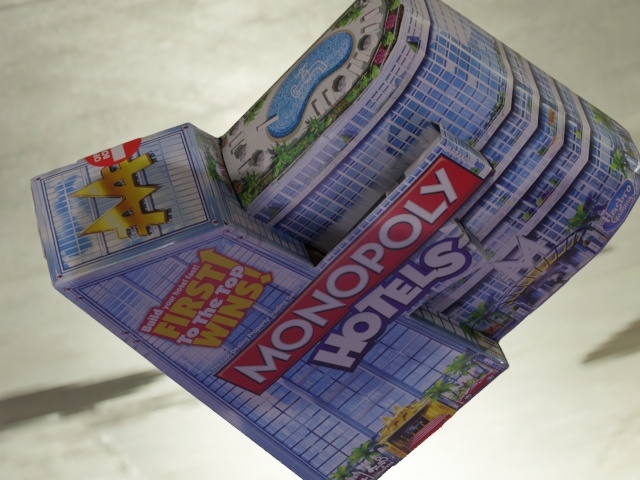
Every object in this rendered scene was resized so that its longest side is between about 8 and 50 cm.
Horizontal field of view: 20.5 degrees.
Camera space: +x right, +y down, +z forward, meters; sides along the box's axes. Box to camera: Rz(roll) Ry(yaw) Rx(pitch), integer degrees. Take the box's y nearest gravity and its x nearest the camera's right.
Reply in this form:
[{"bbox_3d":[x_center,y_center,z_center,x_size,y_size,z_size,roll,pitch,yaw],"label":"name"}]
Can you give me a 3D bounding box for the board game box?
[{"bbox_3d":[0.000,0.000,0.671,0.194,0.060,0.194,26,120,-39],"label":"board game box"}]
